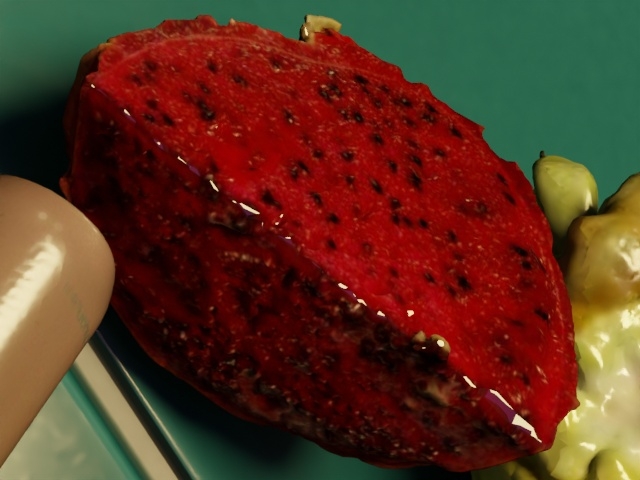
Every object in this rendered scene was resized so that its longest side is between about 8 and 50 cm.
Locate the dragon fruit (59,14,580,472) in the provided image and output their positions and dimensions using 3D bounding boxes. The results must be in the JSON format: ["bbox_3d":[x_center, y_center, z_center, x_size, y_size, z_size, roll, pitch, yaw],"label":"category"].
[{"bbox_3d":[0.000,0.000,0.560,0.162,0.083,0.106,34,41,-2],"label":"dragon fruit"}]

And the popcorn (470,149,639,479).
[{"bbox_3d":[0.109,0.055,0.603,0.135,0.162,0.141,17,97,-65],"label":"popcorn"}]

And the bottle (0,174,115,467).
[{"bbox_3d":[-0.106,0.048,0.486,0.053,0.053,0.140,44,60,-20],"label":"bottle"}]
